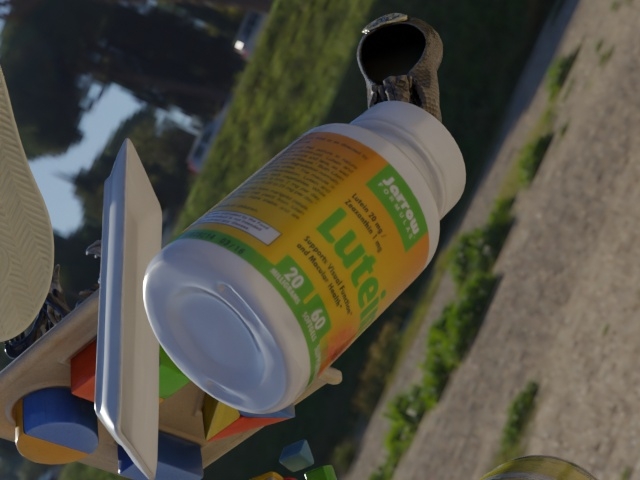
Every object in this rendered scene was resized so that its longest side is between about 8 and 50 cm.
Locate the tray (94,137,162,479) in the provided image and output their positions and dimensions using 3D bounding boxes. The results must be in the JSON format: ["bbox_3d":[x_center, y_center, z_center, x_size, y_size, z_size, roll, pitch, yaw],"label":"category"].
[{"bbox_3d":[-0.168,0.061,1.192,0.145,0.030,0.270,79,-172,-64],"label":"tray"}]

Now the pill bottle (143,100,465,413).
[{"bbox_3d":[0.000,0.000,0.986,0.245,0.136,0.136,-43,-15,-38],"label":"pill bottle"}]

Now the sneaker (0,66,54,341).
[{"bbox_3d":[-0.383,-0.065,1.486,0.148,0.131,0.350,25,123,55],"label":"sneaker"}]

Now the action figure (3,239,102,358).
[{"bbox_3d":[-0.325,0.074,1.876,0.275,0.141,0.164,-35,-15,33],"label":"action figure"}]

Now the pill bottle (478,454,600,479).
[{"bbox_3d":[0.211,0.333,1.417,0.188,0.188,0.334,-66,-16,6],"label":"pill bottle"}]

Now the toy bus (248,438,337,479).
[{"bbox_3d":[-0.037,0.342,1.504,0.104,0.202,0.191,-25,-2,21],"label":"toy bus"}]

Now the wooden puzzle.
[{"bbox_3d":[-0.198,0.193,1.549,0.348,0.322,0.080,-34,47,33],"label":"wooden puzzle"}]

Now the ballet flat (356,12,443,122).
[{"bbox_3d":[0.068,-0.161,1.253,0.084,0.058,0.250,-24,28,14],"label":"ballet flat"}]
